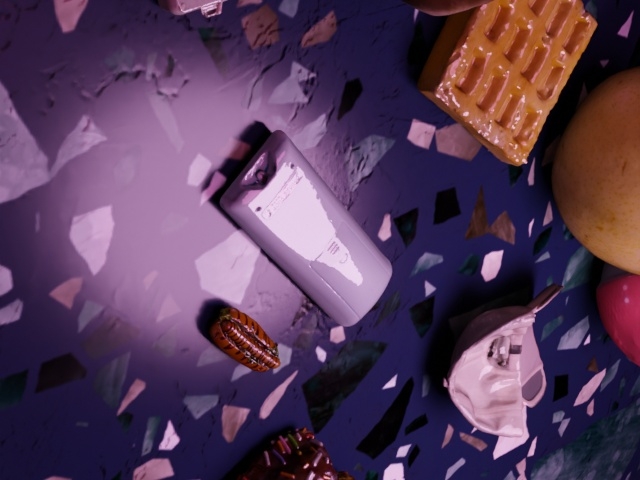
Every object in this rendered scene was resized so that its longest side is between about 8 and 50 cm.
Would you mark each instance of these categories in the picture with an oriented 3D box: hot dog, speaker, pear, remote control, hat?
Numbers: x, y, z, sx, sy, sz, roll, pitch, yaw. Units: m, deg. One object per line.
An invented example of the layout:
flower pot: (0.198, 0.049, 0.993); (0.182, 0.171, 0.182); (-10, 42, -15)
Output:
hot dog: (-0.080, 0.114, 1.084); (0.049, 0.037, 0.122); (-53, 137, -6)
speaker: (0.586, 0.084, 1.576); (0.294, 0.294, 0.294); (-23, 126, -36)
pear: (0.487, -0.090, 1.368); (0.309, 0.309, 0.309); (-23, 126, -36)
remote control: (-0.001, -0.001, 1.094); (0.103, 0.051, 0.293); (-53, 138, -10)
hat: (0.267, 0.152, 1.437); (0.226, 0.164, 0.219); (-71, 165, -62)

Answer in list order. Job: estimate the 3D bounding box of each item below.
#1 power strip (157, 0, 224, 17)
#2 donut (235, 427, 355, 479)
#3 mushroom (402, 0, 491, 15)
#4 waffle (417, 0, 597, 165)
power strip: (-0.111, -0.288, 0.836); (0.081, 0.035, 0.192); (-28, 129, -32)
donut: (-0.029, 0.356, 1.223); (0.216, 0.096, 0.230); (-42, 136, -22)
mushroom: (0.169, -0.417, 0.893); (0.397, 0.224, 0.313); (-43, 110, 12)
waffle: (0.234, -0.233, 1.205); (0.248, 0.055, 0.221); (29, 89, -50)
